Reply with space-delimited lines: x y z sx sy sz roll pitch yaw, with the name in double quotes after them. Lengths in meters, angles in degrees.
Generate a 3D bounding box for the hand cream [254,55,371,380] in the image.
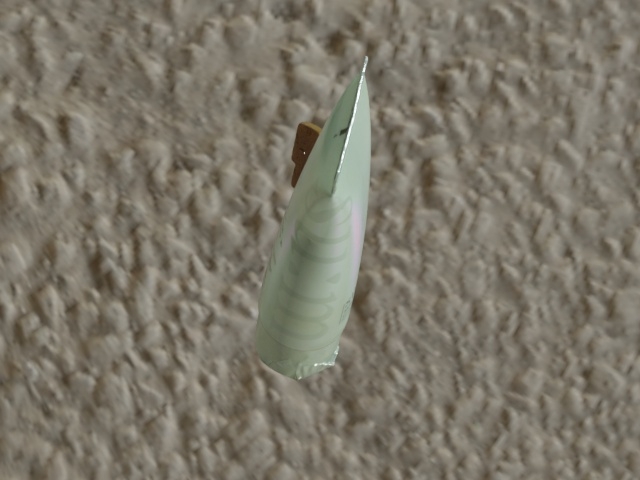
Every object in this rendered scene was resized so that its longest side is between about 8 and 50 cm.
0.000 0.000 0.746 0.050 0.205 0.078 15 55 1 "hand cream"

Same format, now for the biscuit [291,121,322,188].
0.001 -0.054 1.212 0.016 0.082 0.092 -9 75 -44 "biscuit"
